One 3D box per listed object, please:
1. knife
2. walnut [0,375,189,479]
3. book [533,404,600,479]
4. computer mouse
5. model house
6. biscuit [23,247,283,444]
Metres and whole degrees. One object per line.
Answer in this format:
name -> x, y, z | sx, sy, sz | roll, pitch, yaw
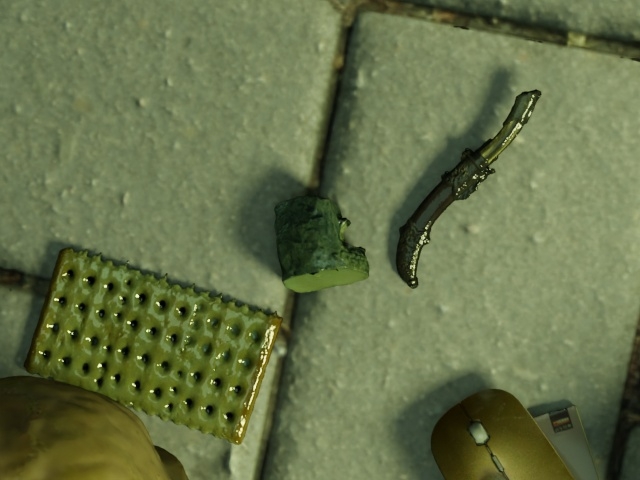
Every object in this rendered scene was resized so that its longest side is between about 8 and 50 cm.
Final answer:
knife -> 0.132, -0.056, 1.799 | 0.045, 0.021, 0.222 | 35, 101, 8
walnut -> -0.278, 0.299, 1.729 | 0.381, 0.381, 0.381 | 0, 91, 10
book -> 0.205, 0.255, 1.780 | 0.127, 0.014, 0.181 | -19, 77, 10
computer mouse -> 0.181, 0.230, 1.759 | 0.102, 0.045, 0.199 | -32, 76, 4
model house -> 0.000, 0.000, 1.811 | 0.079, 0.066, 0.083 | -14, 71, 21
biscuit -> -0.164, 0.099, 1.858 | 0.231, 0.016, 0.139 | 19, 96, 9
